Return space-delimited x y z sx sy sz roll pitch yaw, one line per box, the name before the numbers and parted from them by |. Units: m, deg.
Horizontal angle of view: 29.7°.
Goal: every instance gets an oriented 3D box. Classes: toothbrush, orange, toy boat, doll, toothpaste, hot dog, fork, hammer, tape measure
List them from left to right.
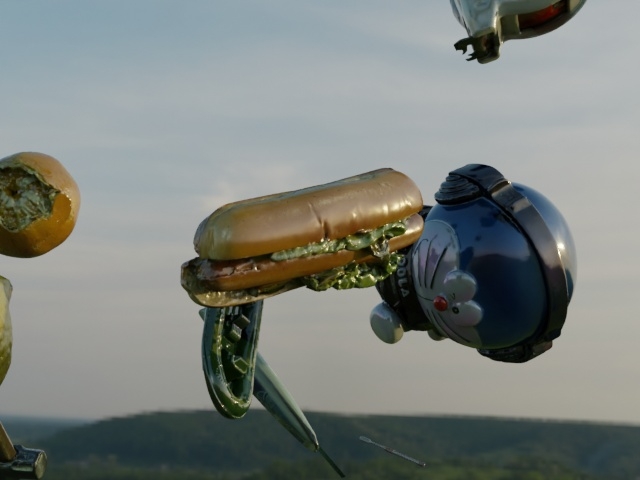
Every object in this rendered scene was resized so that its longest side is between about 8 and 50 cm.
hammer | -0.490 0.221 1.705 0.111 0.043 0.365 2 -45 11
orange | -0.413 -0.053 1.677 0.155 0.154 0.134 0 -26 15
toy boat | -0.107 0.119 1.452 0.052 0.210 0.104 -15 -41 24
toothpaste | -0.089 0.202 1.763 0.047 0.268 0.069 -32 -12 -45
fork | -0.033 0.318 2.075 0.039 0.235 0.021 -32 13 42
hot dog | 0.000 0.000 1.344 0.337 0.100 0.135 -14 -38 -39
toothbrush | 0.097 0.287 1.638 0.097 0.006 0.008 21 -20 17
doll | 0.212 0.036 1.672 0.240 0.284 0.310 -25 10 -29
tape measure | 0.304 -0.435 1.901 0.265 0.258 0.130 -18 -25 5

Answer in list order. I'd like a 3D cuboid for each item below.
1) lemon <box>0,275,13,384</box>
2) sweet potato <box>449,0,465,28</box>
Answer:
lemon | -0.491 0.116 1.415 0.267 0.267 0.267 3 -9 0
sweet potato | 0.301 -0.474 2.220 0.131 0.336 0.131 3 -51 3
